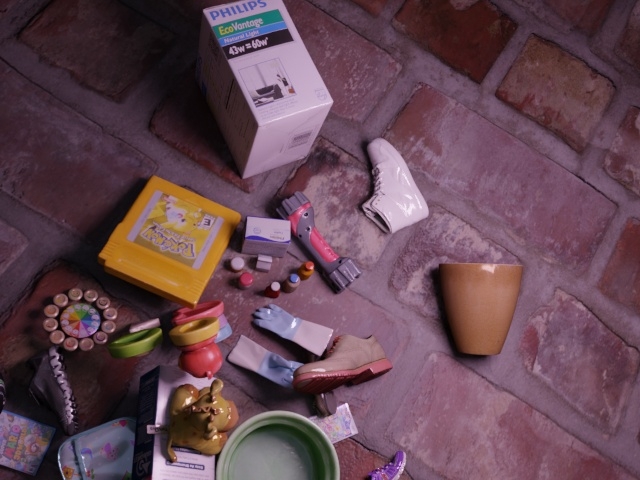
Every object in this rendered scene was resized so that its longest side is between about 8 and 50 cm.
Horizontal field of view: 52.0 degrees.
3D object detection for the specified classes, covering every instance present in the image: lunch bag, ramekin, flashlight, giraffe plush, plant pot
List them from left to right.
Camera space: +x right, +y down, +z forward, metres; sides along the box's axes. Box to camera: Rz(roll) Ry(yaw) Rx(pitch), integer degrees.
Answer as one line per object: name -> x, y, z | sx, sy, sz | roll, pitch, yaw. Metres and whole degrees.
lunch bag -> -0.505, 0.586, 1.588 | 0.224, 0.108, 0.279 | -17, 77, -17
giraffe plush -> -0.264, 0.401, 1.508 | 0.210, 0.170, 0.181 | -4, 68, -49
ramekin -> -0.115, 0.587, 1.650 | 0.304, 0.148, 0.303 | 4, 72, -11
flashlight -> 0.000, 0.000, 1.890 | 0.103, 0.103, 0.304 | -38, 82, -23
plant pot -> 0.453, 0.194, 1.877 | 0.237, 0.237, 0.254 | 3, 87, -11

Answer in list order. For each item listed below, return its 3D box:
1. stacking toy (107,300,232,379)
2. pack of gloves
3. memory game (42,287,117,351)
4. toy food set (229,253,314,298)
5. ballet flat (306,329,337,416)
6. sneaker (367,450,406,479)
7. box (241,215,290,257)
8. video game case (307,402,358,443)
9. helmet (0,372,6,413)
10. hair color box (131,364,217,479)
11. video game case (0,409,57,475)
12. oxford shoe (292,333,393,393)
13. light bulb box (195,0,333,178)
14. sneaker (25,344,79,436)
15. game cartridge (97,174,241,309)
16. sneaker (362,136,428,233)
stacking toy -> -0.361, 0.267, 1.647 | 0.280, 0.309, 0.130 | -15, 98, 1
pack of gloves -> -0.111, 0.276, 1.761 | 0.232, 0.046, 0.195 | 21, 69, 19
memory game -> -0.626, 0.205, 1.708 | 0.186, 0.012, 0.186 | 12, 54, -16
toy food set -> -0.138, 0.093, 1.827 | 0.232, 0.104, 0.111 | 12, 71, -8
ballet flat -> -0.010, 0.357, 1.795 | 0.058, 0.084, 0.249 | -20, 74, 27
sneaker -> 0.166, 0.625, 1.744 | 0.071, 0.068, 0.170 | 40, 70, 8
box -> -0.154, -0.009, 1.839 | 0.126, 0.137, 0.072 | 6, 71, -10
video game case -> 0.031, 0.504, 1.782 | 0.122, 0.011, 0.087 | -18, 77, -17
helmet -> -0.836, 0.357, 1.554 | 0.170, 0.161, 0.169 | 2, 66, -4
hair color box -> -0.350, 0.493, 1.576 | 0.174, 0.105, 0.347 | 23, 48, -36
video game case -> -0.755, 0.493, 1.615 | 0.166, 0.015, 0.119 | 21, 70, -5
oxford shoe -> 0.043, 0.321, 1.740 | 0.348, 0.123, 0.130 | 3, 57, -49
light bulb box -> -0.175, -0.426, 1.851 | 0.225, 0.358, 0.361 | -22, 79, -20
sneaker -> -0.674, 0.384, 1.638 | 0.106, 0.078, 0.234 | -18, 73, -14
game cartridge -> -0.405, -0.003, 1.785 | 0.285, 0.052, 0.323 | 24, 52, -3
sneaker -> 0.185, -0.163, 1.978 | 0.169, 0.108, 0.292 | -27, 81, -22
